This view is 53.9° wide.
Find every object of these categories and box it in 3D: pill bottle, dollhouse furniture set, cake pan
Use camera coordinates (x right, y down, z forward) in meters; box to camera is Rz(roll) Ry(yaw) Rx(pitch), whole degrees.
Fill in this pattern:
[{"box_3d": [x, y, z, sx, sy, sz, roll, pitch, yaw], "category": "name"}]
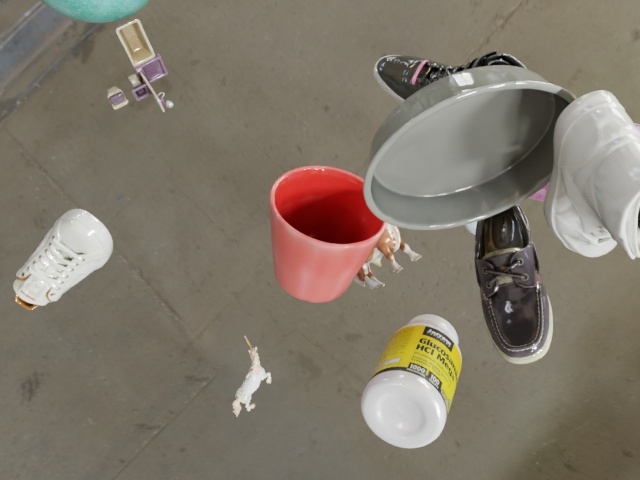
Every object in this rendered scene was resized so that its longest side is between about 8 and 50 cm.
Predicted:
[{"box_3d": [0.228, 0.312, 1.483, 0.188, 0.334, 0.187, 8, 115, 18], "category": "pill bottle"}, {"box_3d": [-0.241, -0.215, 0.815, 0.091, 0.114, 0.081, -30, 61, -10], "category": "dollhouse furniture set"}, {"box_3d": [0.193, -0.115, 0.823, 0.293, 0.293, 0.054, -16, 59, 4], "category": "cake pan"}]

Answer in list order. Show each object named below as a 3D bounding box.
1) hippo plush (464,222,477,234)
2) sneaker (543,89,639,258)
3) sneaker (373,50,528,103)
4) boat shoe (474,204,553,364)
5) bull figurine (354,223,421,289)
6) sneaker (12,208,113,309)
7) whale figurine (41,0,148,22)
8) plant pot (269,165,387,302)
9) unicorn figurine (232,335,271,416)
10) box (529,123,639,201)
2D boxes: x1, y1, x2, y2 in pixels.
[{"box_3d": [0.391, -0.141, 1.612, 0.237, 0.234, 0.294, 27, 108, 21], "category": "hippo plush"}, {"box_3d": [0.356, -0.022, 0.760, 0.108, 0.292, 0.169, -25, 52, 7], "category": "sneaker"}, {"box_3d": [0.225, -0.271, 1.042, 0.296, 0.147, 0.104, 27, 75, 14], "category": "sneaker"}, {"box_3d": [0.276, 0.042, 0.936, 0.103, 0.092, 0.285, -14, 49, 25], "category": "boat shoe"}, {"box_3d": [0.156, 0.014, 1.711, 0.101, 0.310, 0.188, -26, 77, -36], "category": "bull figurine"}, {"box_3d": [-0.452, 0.051, 1.086, 0.106, 0.290, 0.123, 40, 48, -14], "category": "sneaker"}, {"box_3d": [-0.210, -0.357, 0.680, 0.272, 0.216, 0.141, -43, 62, 4], "category": "whale figurine"}, {"box_3d": [0.000, 0.000, 1.494, 0.275, 0.243, 0.275, 8, 44, -7], "category": "plant pot"}, {"box_3d": [-0.155, 0.314, 1.422, 0.060, 0.111, 0.161, 8, 62, 16], "category": "unicorn figurine"}, {"box_3d": [0.531, -0.134, 1.196, 0.214, 0.243, 0.117, 13, 84, 1], "category": "box"}]
